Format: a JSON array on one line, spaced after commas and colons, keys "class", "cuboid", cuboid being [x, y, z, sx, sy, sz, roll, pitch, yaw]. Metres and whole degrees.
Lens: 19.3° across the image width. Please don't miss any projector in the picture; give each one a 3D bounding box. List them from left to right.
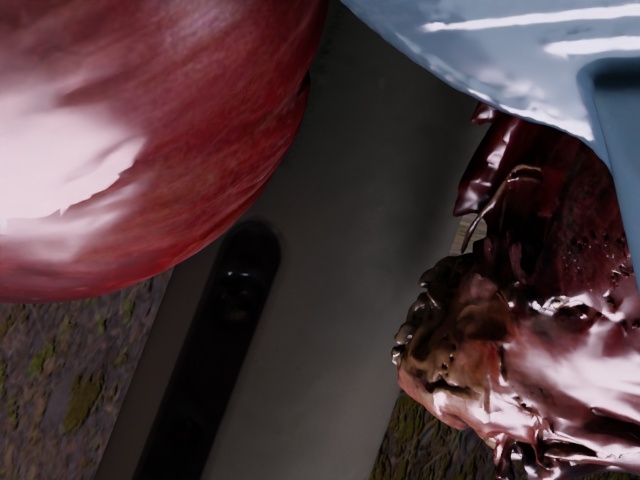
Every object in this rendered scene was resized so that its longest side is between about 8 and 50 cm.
[{"class": "projector", "cuboid": [0.000, 0.000, 0.765, 0.108, 0.337, 0.108, 20, 171, 3]}]

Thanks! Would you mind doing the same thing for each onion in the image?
[{"class": "onion", "cuboid": [-0.175, -0.094, 0.642, 0.347, 0.285, 0.347, 26, 147, 19]}, {"class": "onion", "cuboid": [0.171, -0.024, 0.722, 0.221, 0.281, 0.281, 50, 171, 2]}]

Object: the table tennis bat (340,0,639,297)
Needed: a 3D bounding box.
[{"class": "table tennis bat", "cuboid": [0.075, -0.091, 0.502, 0.215, 0.044, 0.329, 0, 129, 31]}]
